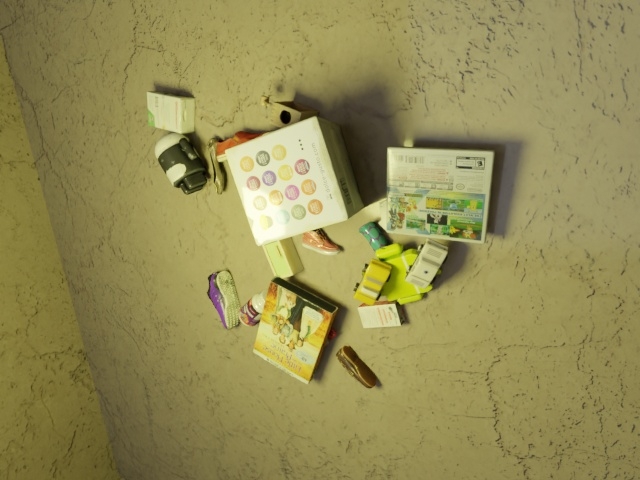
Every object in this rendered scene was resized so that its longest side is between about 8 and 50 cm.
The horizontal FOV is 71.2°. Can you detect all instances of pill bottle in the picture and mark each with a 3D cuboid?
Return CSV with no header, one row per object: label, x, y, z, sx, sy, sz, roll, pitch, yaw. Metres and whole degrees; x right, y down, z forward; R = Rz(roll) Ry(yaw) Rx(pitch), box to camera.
pill bottle,-0.287,0.309,2.065,0.108,0.108,0.193,51,124,7

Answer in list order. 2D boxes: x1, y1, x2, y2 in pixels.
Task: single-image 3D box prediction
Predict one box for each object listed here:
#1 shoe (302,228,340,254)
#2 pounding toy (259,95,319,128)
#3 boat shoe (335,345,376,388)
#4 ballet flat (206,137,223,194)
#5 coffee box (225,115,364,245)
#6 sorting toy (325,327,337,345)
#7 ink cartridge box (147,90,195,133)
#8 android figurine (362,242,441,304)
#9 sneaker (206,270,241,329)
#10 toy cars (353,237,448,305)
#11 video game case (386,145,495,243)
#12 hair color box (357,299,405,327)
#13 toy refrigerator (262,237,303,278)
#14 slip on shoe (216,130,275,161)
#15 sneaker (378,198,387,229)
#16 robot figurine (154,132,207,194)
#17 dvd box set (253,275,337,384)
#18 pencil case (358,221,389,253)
shoe,0.000,0.000,1.809,0.178,0.063,0.081,16,119,31
pounding toy,-0.145,-0.467,1.672,0.206,0.181,0.094,27,119,22
boat shoe,0.148,0.542,1.896,0.207,0.073,0.073,50,126,17
ballet flat,-0.468,-0.326,1.981,0.084,0.058,0.249,25,120,58
coffee box,-0.073,-0.207,1.571,0.335,0.338,0.337,-16,96,17
sorting toy,-0.027,0.421,1.977,0.132,0.046,0.274,46,125,11
ink cartridge box,-0.674,-0.580,2.020,0.213,0.093,0.154,19,116,27
android figurine,0.298,0.124,1.633,0.273,0.056,0.248,-21,110,23
sneaker,-0.485,0.290,2.196,0.146,0.102,0.293,-4,99,37
toy cars,0.270,0.130,1.561,0.394,0.087,0.176,-22,110,25
video game case,0.376,-0.150,1.449,0.329,0.036,0.299,8,114,23
hair color box,0.240,0.290,1.763,0.167,0.053,0.093,-11,99,35
toy refrigerator,-0.183,0.024,1.913,0.102,0.094,0.269,-18,95,35
slip on shoe,-0.313,-0.404,1.844,0.331,0.123,0.101,-7,98,38
sneaker,0.255,-0.132,1.605,0.094,0.080,0.212,31,122,33
robot figurine,-0.625,-0.350,2.022,0.209,0.173,0.278,-32,87,12
dvd box set,-0.122,0.393,1.941,0.308,0.062,0.420,27,121,16
pencil case,0.208,0.003,1.680,0.070,0.064,0.151,-36,86,34
